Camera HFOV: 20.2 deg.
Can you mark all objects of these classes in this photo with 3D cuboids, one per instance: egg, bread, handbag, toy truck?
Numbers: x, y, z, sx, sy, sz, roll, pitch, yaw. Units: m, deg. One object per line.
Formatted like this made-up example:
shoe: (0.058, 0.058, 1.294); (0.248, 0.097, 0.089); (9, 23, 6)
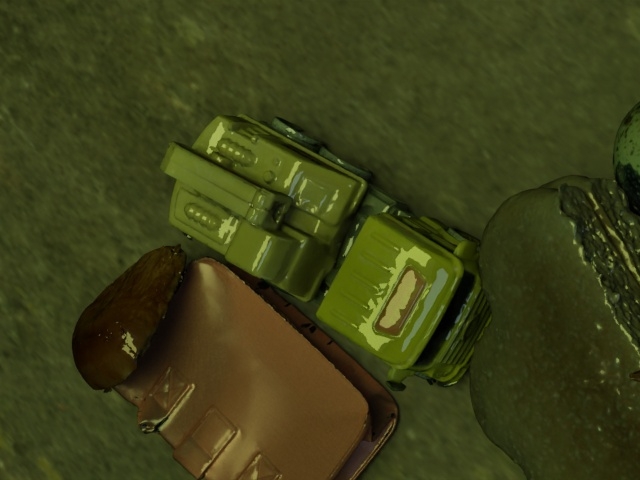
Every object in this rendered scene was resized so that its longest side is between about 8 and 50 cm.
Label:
egg: (0.253, -0.053, 1.301); (0.085, 0.085, 0.110); (8, 96, 26)
bread: (0.205, 0.126, 1.280); (0.183, 0.102, 0.337); (-37, 76, 35)
handbag: (-0.057, 0.129, 1.448); (0.212, 0.059, 0.157); (41, 102, 24)
bread: (-0.162, 0.060, 1.468); (0.044, 0.129, 0.126); (32, 67, -14)
toy truck: (0.000, 0.000, 1.377); (0.272, 0.157, 0.124); (33, 100, 25)

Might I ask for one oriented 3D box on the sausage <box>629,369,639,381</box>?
sausage: (0.353, 0.155, 1.171); (0.328, 0.112, 0.112); (32, 100, 1)
